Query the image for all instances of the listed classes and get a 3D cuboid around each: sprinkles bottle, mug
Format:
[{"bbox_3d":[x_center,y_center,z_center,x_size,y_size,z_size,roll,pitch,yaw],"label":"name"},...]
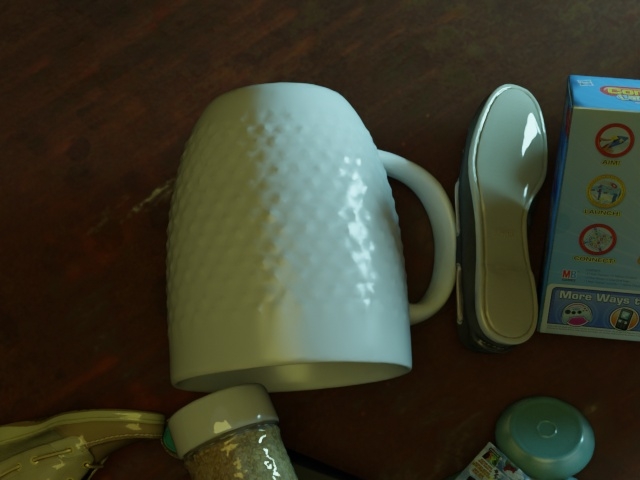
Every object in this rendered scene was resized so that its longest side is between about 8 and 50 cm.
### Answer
[{"bbox_3d":[-0.056,0.339,1.443,0.121,0.121,0.355,-23,73,1],"label":"sprinkles bottle"},{"bbox_3d":[0.000,0.000,1.544,0.374,0.276,0.328,2,76,-27],"label":"mug"}]

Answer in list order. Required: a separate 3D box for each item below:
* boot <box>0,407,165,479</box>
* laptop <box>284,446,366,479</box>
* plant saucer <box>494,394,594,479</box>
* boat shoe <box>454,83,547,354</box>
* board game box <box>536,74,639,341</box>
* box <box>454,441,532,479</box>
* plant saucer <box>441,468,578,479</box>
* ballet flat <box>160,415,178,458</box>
[{"bbox_3d":[-0.298,0.309,1.564,0.262,0.095,0.203,-12,73,14],"label":"boot"},{"bbox_3d":[-0.037,0.400,1.560,0.234,0.136,0.264,21,126,8],"label":"laptop"},{"bbox_3d":[0.269,0.229,1.567,0.119,0.021,0.119,0,49,0],"label":"plant saucer"},{"bbox_3d":[0.206,-0.025,1.596,0.112,0.095,0.335,12,70,-21],"label":"boat shoe"},{"bbox_3d":[0.417,-0.025,1.506,0.308,0.086,0.301,5,121,4],"label":"board game box"},{"bbox_3d":[0.215,0.313,1.515,0.094,0.027,0.137,-46,62,-4],"label":"box"},{"bbox_3d":[0.213,0.409,1.518,0.318,0.043,0.317,-7,67,17],"label":"plant saucer"},{"bbox_3d":[-0.094,0.262,1.595,0.206,0.067,0.073,27,93,4],"label":"ballet flat"}]
